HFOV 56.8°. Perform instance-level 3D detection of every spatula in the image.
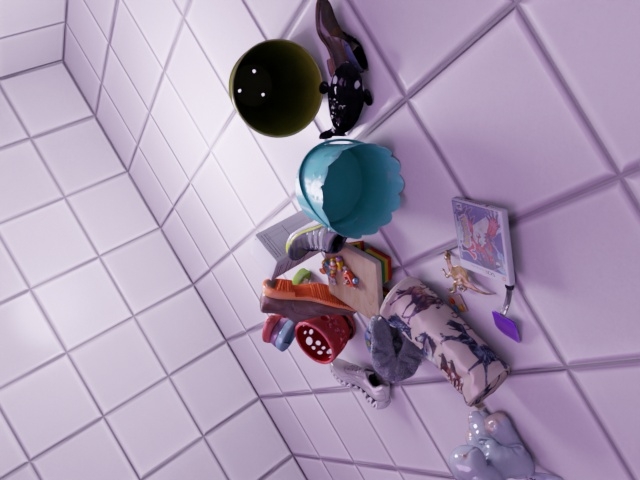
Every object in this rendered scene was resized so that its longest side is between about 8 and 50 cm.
[{"bbox_3d":[0.483,0.146,1.535,0.084,0.030,0.296,33,141,47],"label":"spatula"}]

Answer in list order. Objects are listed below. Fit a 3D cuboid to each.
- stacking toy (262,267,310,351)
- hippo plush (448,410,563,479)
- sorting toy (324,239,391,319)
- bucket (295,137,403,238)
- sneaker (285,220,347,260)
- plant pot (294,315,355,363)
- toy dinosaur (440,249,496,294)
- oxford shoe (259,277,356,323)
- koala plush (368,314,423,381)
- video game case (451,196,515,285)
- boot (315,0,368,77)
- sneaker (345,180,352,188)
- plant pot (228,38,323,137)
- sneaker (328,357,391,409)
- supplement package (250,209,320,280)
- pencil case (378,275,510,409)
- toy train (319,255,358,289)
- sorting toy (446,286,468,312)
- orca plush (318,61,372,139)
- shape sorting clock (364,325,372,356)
[{"bbox_3d":[-0.084,0.276,2.309,0.131,0.309,0.279,25,123,18],"label":"stacking toy"},{"bbox_3d":[0.498,0.686,1.779,0.294,0.237,0.234,52,149,14],"label":"hippo plush"},{"bbox_3d":[0.133,0.111,1.986,0.256,0.089,0.257,30,139,42],"label":"sorting toy"},{"bbox_3d":[0.073,-0.152,1.677,0.183,0.281,0.281,20,132,56],"label":"bucket"},{"bbox_3d":[0.000,0.000,1.907,0.300,0.111,0.121,-36,66,39],"label":"sneaker"},{"bbox_3d":[0.024,0.344,2.251,0.191,0.174,0.191,25,135,28],"label":"plant pot"},{"bbox_3d":[0.387,0.112,1.632,0.183,0.053,0.092,47,147,22],"label":"toy dinosaur"},{"bbox_3d":[-0.041,0.232,2.144,0.130,0.364,0.132,-94,17,-67],"label":"oxford shoe"},{"bbox_3d":[0.247,0.365,1.932,0.197,0.203,0.221,6,163,7],"label":"koala plush"},{"bbox_3d":[0.408,-0.001,1.492,0.183,0.023,0.201,26,134,59],"label":"video game case"},{"bbox_3d":[0.060,-0.535,1.560,0.106,0.082,0.219,7,128,38],"label":"boot"},{"bbox_3d":[0.033,-0.149,1.900,0.135,0.098,0.276,54,149,15],"label":"sneaker"},{"bbox_3d":[-0.171,-0.466,1.810,0.293,0.275,0.274,35,145,63],"label":"plant pot"},{"bbox_3d":[0.158,0.533,2.320,0.292,0.110,0.118,28,130,31],"label":"sneaker"},{"bbox_3d":[-0.110,0.010,2.112,0.139,0.244,0.133,50,149,18],"label":"supplement package"},{"bbox_3d":[0.358,0.298,1.728,0.410,0.160,0.183,46,138,23],"label":"pencil case"},{"bbox_3d":[0.052,0.115,1.975,0.166,0.046,0.125,-7,109,59],"label":"toy train"},{"bbox_3d":[0.390,0.174,1.722,0.083,0.012,0.062,62,151,-4],"label":"sorting toy"},{"bbox_3d":[0.045,-0.355,1.639,0.151,0.102,0.287,27,149,-8],"label":"orca plush"},{"bbox_3d":[0.229,0.394,2.137,0.206,0.040,0.206,37,143,34],"label":"shape sorting clock"}]
